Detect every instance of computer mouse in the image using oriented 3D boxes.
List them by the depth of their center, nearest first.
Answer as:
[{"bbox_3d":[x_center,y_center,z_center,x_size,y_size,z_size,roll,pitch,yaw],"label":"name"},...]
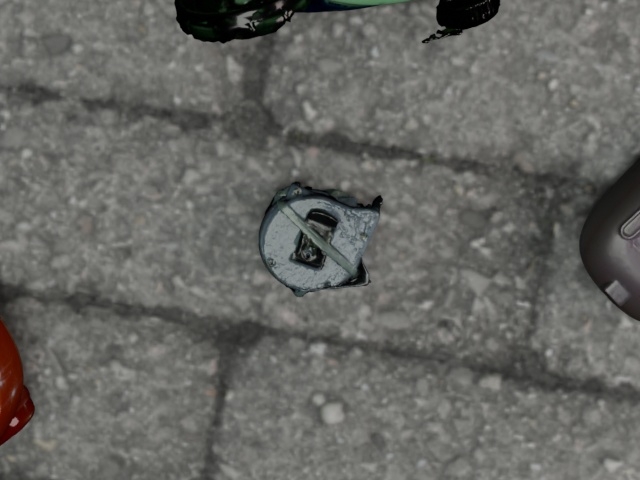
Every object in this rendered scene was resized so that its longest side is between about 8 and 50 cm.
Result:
[{"bbox_3d":[0.310,-0.036,1.397,0.232,0.057,0.120,-44,100,8],"label":"computer mouse"}]

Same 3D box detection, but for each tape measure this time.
[{"bbox_3d":[-0.002,0.001,1.410,0.094,0.054,0.091,7,98,-4],"label":"tape measure"}]

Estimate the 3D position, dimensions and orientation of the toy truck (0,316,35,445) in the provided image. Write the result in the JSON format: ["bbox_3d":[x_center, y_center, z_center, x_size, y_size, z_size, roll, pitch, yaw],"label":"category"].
[{"bbox_3d":[-0.363,0.141,1.352,0.265,0.239,0.189,-33,102,8],"label":"toy truck"}]

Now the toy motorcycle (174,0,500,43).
[{"bbox_3d":[0.043,-0.225,1.296,0.331,0.196,0.125,-19,122,-8],"label":"toy motorcycle"}]
